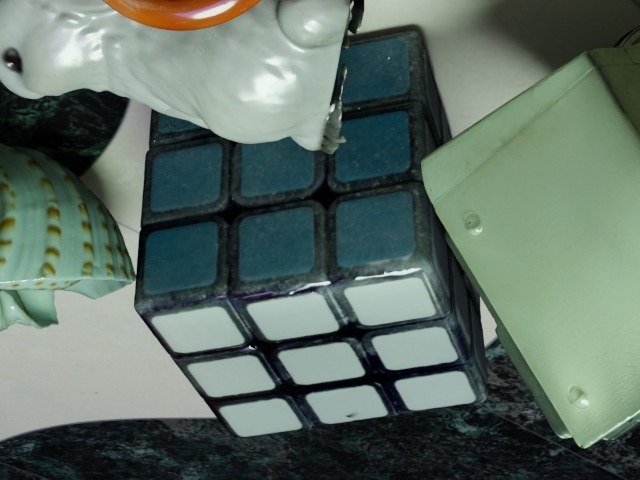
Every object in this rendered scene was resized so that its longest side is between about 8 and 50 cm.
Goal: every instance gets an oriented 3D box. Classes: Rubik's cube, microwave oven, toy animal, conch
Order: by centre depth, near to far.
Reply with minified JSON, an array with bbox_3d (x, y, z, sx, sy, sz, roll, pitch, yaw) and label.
[{"bbox_3d":[-0.140,-0.200,1.331,0.357,0.194,0.258,9,152,-2],"label":"toy animal"},{"bbox_3d":[0.333,-0.013,1.380,0.394,0.333,0.247,-10,156,-49],"label":"microwave oven"},{"bbox_3d":[0.000,0.000,1.517,0.301,0.305,0.303,-10,147,12],"label":"Rubik's cube"},{"bbox_3d":[-0.365,-0.004,1.588,0.303,0.215,0.319,-10,177,24],"label":"conch"}]

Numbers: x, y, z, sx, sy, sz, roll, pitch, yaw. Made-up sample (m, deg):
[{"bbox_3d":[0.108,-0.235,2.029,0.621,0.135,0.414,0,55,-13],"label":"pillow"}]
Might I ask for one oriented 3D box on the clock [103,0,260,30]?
[{"bbox_3d":[-0.114,-0.277,1.202,0.205,0.205,0.051,-6,175,7],"label":"clock"}]
